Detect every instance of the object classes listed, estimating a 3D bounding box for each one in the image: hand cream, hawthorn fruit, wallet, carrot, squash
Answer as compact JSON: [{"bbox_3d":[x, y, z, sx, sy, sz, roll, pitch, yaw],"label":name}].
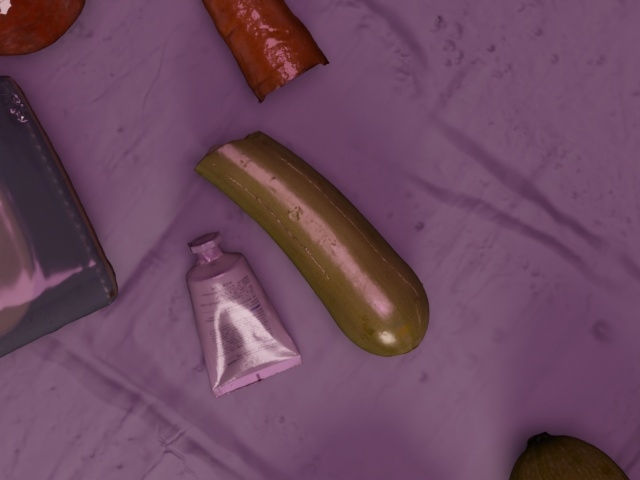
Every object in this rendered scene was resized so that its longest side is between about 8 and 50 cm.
[{"bbox_3d":[-0.078,0.060,1.583,0.084,0.053,0.142,-21,108,-2],"label":"hand cream"},{"bbox_3d":[-0.269,-0.213,1.498,0.149,0.189,0.149,3,120,6],"label":"hawthorn fruit"},{"bbox_3d":[-0.380,0.015,1.515,0.360,0.083,0.252,-25,90,-17],"label":"wallet"},{"bbox_3d":[-0.075,-0.221,1.565,0.072,0.072,0.205,-31,87,-2],"label":"carrot"},{"bbox_3d":[0.234,0.284,1.562,0.133,0.132,0.247,-20,94,-3],"label":"squash"},{"bbox_3d":[0.000,0.000,1.565,0.083,0.083,0.250,-43,91,-1],"label":"squash"}]
